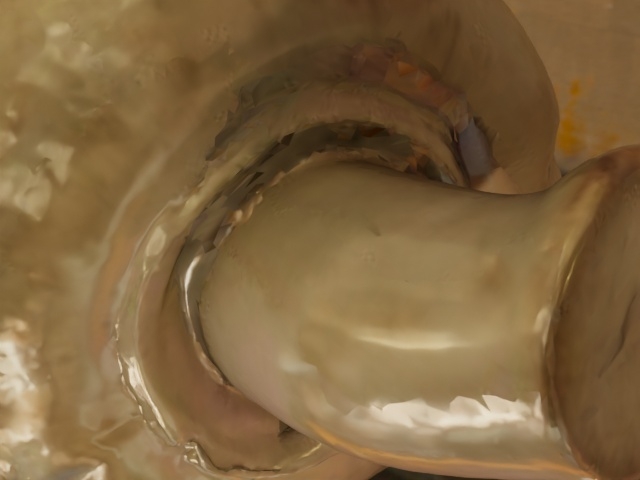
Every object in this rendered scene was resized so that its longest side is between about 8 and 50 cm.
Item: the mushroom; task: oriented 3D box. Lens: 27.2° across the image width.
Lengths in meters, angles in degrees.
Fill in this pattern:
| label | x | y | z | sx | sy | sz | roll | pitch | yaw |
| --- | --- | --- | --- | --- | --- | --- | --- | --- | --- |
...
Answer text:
| label | x | y | z | sx | sy | sz | roll | pitch | yaw |
| --- | --- | --- | --- | --- | --- | --- | --- | --- | --- |
| mushroom | -0.017 | -0.024 | 0.563 | 0.356 | 0.315 | 0.315 | -37 | 74 | 39 |
